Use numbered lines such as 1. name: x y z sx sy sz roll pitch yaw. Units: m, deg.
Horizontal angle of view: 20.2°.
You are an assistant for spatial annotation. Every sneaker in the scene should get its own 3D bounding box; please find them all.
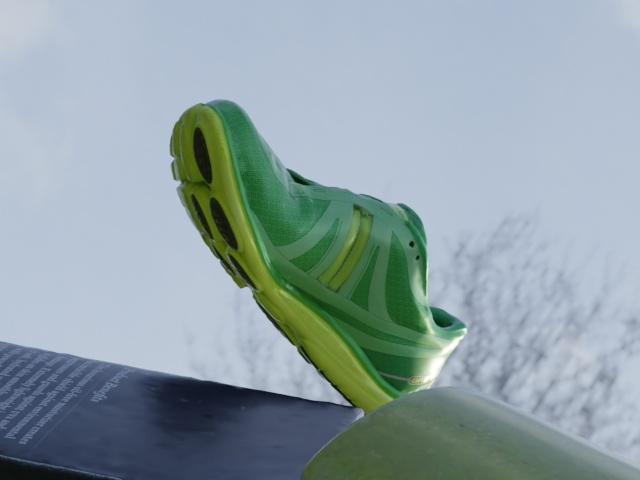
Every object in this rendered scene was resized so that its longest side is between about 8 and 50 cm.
1. sneaker: 0.000 0.000 1.234 0.295 0.123 0.109 52 -10 -36

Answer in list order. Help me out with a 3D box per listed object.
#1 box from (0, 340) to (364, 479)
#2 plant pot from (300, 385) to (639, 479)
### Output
1. box: -0.146 0.225 0.973 0.294 0.183 0.296 10 -76 9
2. plant pot: 0.103 0.191 0.702 0.254 0.276 0.276 33 -25 39
